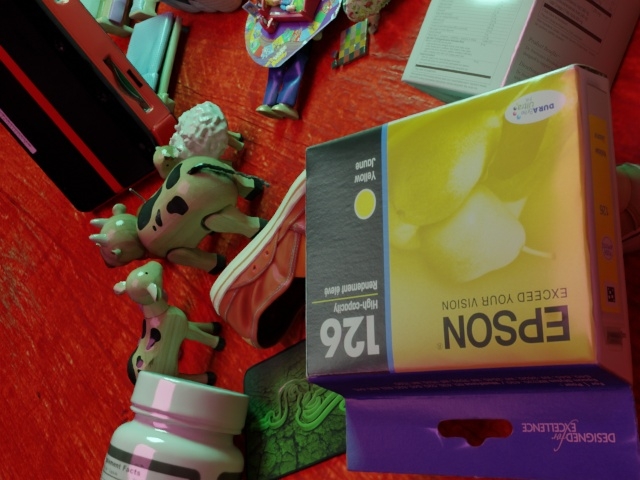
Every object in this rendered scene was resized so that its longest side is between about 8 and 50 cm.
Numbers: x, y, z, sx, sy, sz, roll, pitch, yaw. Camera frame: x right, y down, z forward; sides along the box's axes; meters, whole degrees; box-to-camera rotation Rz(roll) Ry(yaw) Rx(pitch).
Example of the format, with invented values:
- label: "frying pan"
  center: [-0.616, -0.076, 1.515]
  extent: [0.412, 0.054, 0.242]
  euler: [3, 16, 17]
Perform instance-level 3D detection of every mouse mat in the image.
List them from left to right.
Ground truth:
- label: "mouse mat"
  center: [-0.032, 0.193, 1.102]
  extent: [0.189, 0.007, 0.153]
  euler: [-32, 51, 39]

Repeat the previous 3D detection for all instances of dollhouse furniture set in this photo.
- label: "dollhouse furniture set"
  center: [-0.365, -0.339, 1.601]
  extent: [0.303, 0.198, 0.286]
  euler: [-1, 74, 51]

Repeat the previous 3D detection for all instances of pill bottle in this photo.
- label: "pill bottle"
  center: [-0.180, 0.305, 1.111]
  extent: [0.161, 0.161, 0.283]
  euler: [2, 76, 52]

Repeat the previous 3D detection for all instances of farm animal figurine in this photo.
- label: "farm animal figurine"
  center: [-0.207, 0.011, 1.265]
  extent: [0.327, 0.172, 0.330]
  euler: [-52, 41, 24]

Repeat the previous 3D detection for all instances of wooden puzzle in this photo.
- label: "wooden puzzle"
  center: [0.042, -0.249, 1.200]
  extent: [0.083, 0.006, 0.049]
  euler: [-16, 62, 48]

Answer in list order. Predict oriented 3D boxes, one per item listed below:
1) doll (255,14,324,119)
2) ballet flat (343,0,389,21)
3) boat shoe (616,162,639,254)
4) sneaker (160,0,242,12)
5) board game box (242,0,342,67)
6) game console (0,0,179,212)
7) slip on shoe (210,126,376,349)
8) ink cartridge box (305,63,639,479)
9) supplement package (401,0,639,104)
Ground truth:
- label: "doll"
  center: [-0.039, -0.258, 1.275]
  extent: [0.129, 0.046, 0.189]
  euler: [9, 82, 52]
- label: "ballet flat"
  center: [0.099, -0.368, 1.123]
  extent: [0.077, 0.091, 0.241]
  euler: [26, 101, 28]
- label: "boat shoe"
  center: [0.164, -0.016, 0.868]
  extent: [0.302, 0.094, 0.109]
  euler: [-22, 58, 46]
- label: "sneaker"
  center: [-0.195, -0.451, 1.520]
  extent: [0.268, 0.101, 0.153]
  euler: [19, 89, 48]
- label: "board game box"
  center: [-0.045, -0.308, 1.247]
  extent: [0.168, 0.033, 0.133]
  euler: [-38, 50, 22]
- label: "game console"
  center: [-0.417, -0.236, 1.513]
  extent: [0.342, 0.386, 0.060]
  euler: [-20, 23, 49]
- label: "slip on shoe"
  center: [0.000, 0.000, 1.071]
  extent: [0.331, 0.123, 0.101]
  euler: [-49, 65, 27]
- label: "ink cartridge box"
  center: [0.106, 0.042, 0.797]
  extent: [0.303, 0.072, 0.307]
  euler: [-12, 74, 44]
- label: "supplement package"
  center: [0.203, -0.230, 0.877]
  extent: [0.139, 0.134, 0.244]
  euler: [25, 95, 52]
